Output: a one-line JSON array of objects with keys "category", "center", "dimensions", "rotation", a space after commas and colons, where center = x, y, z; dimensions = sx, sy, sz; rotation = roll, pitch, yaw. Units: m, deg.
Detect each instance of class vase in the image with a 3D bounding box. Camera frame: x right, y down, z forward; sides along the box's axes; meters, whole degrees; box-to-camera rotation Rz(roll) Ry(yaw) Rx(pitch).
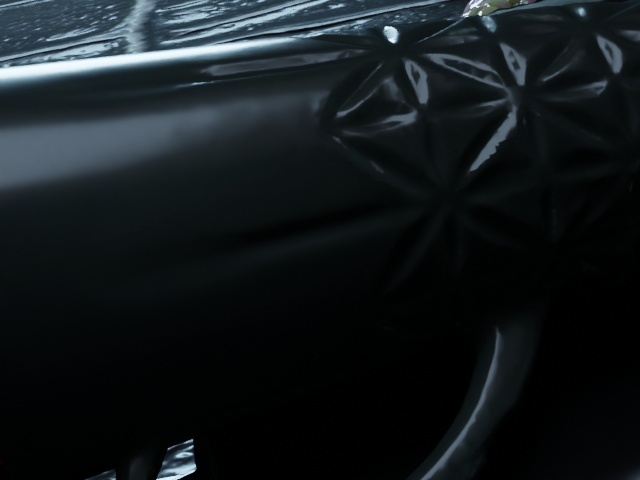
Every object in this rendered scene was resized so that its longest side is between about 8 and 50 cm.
[{"category": "vase", "center": [0.000, 0.000, 0.663], "dimensions": [0.301, 0.156, 0.251], "rotation": [-14, 69, -8]}]

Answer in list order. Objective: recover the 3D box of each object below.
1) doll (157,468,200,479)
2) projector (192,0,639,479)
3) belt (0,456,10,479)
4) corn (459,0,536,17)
[{"category": "doll", "center": [-0.022, 0.152, 1.011], "dimensions": [0.249, 0.088, 0.127], "rotation": [-26, 4, -43]}, {"category": "projector", "center": [0.146, 0.089, 0.807], "dimensions": [0.395, 0.242, 0.405], "rotation": [-13, 40, -5]}, {"category": "belt", "center": [-0.248, 0.185, 0.992], "dimensions": [0.124, 0.128, 0.201], "rotation": [0, 30, 28]}, {"category": "corn", "center": [0.205, -0.209, 1.586], "dimensions": [0.127, 0.126, 0.335], "rotation": [4, 37, 32]}]
